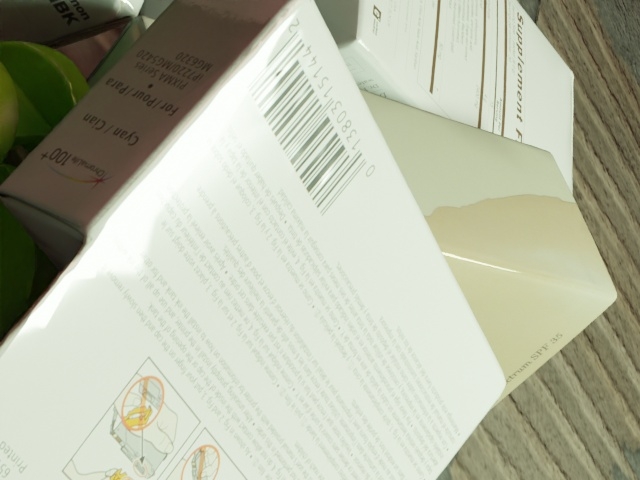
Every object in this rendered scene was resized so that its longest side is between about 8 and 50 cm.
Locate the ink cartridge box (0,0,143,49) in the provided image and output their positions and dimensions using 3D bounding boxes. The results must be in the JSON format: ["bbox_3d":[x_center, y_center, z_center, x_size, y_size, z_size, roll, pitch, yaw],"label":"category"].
[{"bbox_3d":[-0.160,-0.258,0.877,0.197,0.114,0.273,54,34,-34],"label":"ink cartridge box"}]

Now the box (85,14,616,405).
[{"bbox_3d":[0.000,0.000,0.895,0.311,0.148,0.121,13,44,-37],"label":"box"}]

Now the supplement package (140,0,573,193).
[{"bbox_3d":[0.033,-0.101,1.076,0.293,0.177,0.175,42,44,-46],"label":"supplement package"}]

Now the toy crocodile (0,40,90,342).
[{"bbox_3d":[-0.205,-0.099,0.699,0.340,0.105,0.115,53,13,4],"label":"toy crocodile"}]

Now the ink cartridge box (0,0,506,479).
[{"bbox_3d":[-0.049,0.073,0.705,0.261,0.066,0.296,-51,139,-19],"label":"ink cartridge box"}]
